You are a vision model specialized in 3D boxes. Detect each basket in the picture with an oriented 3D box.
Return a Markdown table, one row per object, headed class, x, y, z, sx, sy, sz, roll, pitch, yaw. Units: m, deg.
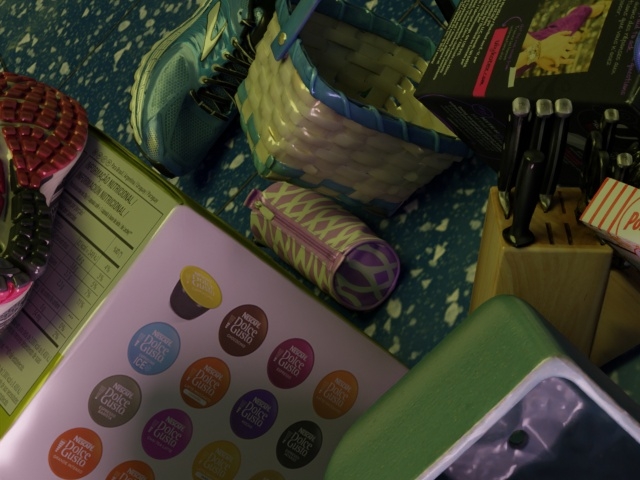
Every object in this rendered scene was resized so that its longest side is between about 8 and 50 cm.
| class | x | y | z | sx | sy | sz | roll | pitch | yaw |
| --- | --- | --- | --- | --- | --- | --- | --- | --- | --- |
| basket | 0.061 | -0.179 | 1.773 | 0.289 | 0.255 | 0.201 | -45 | 42 | 31 |

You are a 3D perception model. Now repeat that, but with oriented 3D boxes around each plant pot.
| class | x | y | z | sx | sy | sz | roll | pitch | yaw |
| --- | --- | --- | --- | --- | --- | --- | --- | --- | --- |
| plant pot | 0.152 | 0.189 | 1.407 | 0.247 | 0.248 | 0.252 | -44 | 20 | 11 |

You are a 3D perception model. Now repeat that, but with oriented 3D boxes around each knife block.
| class | x | y | z | sx | sy | sz | roll | pitch | yaw |
| --- | --- | --- | --- | --- | --- | --- | --- | --- | --- |
| knife block | 0.173 | 0.012 | 1.506 | 0.276 | 0.242 | 0.088 | -34 | 32 | 24 |

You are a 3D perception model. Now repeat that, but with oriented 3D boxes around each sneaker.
| class | x | y | z | sx | sy | sz | roll | pitch | yaw |
| --- | --- | --- | --- | --- | --- | --- | --- | --- | --- |
| sneaker | -0.107 | -0.222 | 2.095 | 0.147 | 0.130 | 0.330 | 11 | 69 | 53 |
| sneaker | -0.295 | -0.040 | 1.605 | 0.299 | 0.121 | 0.112 | -81 | 15 | -45 |

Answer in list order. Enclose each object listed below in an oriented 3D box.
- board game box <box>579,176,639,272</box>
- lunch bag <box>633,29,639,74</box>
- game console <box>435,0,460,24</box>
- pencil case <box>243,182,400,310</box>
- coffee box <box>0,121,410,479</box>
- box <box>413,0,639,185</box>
| class | x | y | z | sx | sy | sz | roll | pitch | yaw |
| --- | --- | --- | --- | --- | --- | --- | --- | --- | --- |
| board game box | 0.313 | 0.034 | 1.386 | 0.045 | 0.193 | 0.147 | -56 | 38 | -4 |
| lunch bag | 0.413 | -0.189 | 1.419 | 0.303 | 0.243 | 0.115 | -47 | 38 | 10 |
| game console | 0.174 | -0.247 | 1.862 | 0.122 | 0.071 | 0.107 | -24 | 45 | 33 |
| pencil case | 0.000 | 0.000 | 1.835 | 0.086 | 0.088 | 0.206 | -56 | 38 | -1 |
| coffee box | -0.189 | 0.119 | 1.732 | 0.334 | 0.338 | 0.338 | -53 | 36 | -2 |
| box | 0.248 | -0.145 | 1.622 | 0.270 | 0.165 | 0.143 | 9 | 67 | 49 |
